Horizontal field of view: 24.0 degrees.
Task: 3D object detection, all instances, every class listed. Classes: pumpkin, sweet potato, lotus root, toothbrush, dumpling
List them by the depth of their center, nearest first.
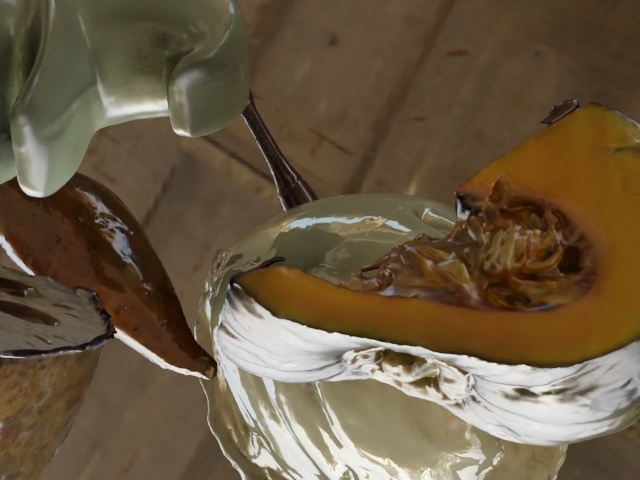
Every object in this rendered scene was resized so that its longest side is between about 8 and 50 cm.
[{"bbox_3d":[-0.273,0.090,0.916,0.272,0.272,0.192,33,-73,33],"label":"lotus root"},{"bbox_3d":[0.093,0.009,0.919,0.281,0.139,0.190,13,-113,5],"label":"pumpkin"},{"bbox_3d":[0.027,0.119,1.180,0.395,0.233,0.315,5,-89,41],"label":"dumpling"},{"bbox_3d":[-0.216,-0.004,1.314,0.359,0.112,0.112,42,-73,16],"label":"sweet potato"},{"bbox_3d":[0.000,0.000,1.432,0.041,0.041,0.364,-30,-94,27],"label":"toothbrush"}]

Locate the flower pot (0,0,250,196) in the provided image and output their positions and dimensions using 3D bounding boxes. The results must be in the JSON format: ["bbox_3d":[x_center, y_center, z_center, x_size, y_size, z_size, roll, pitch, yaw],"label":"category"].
[{"bbox_3d":[-0.243,-0.177,1.186,0.367,0.254,0.164,44,-33,40],"label":"flower pot"}]
